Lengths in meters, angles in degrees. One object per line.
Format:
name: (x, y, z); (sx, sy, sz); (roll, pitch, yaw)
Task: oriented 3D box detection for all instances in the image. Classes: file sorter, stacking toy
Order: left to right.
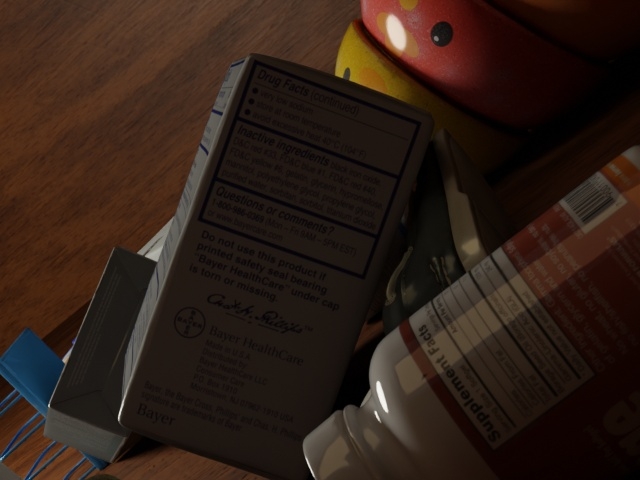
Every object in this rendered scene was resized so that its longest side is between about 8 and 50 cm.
file sorter: (-0.331, 0.211, 1.758); (0.104, 0.170, 0.118); (-42, 8, 14)
stacking toy: (0.134, -0.170, 1.464); (0.480, 0.350, 0.350); (-58, 4, 16)

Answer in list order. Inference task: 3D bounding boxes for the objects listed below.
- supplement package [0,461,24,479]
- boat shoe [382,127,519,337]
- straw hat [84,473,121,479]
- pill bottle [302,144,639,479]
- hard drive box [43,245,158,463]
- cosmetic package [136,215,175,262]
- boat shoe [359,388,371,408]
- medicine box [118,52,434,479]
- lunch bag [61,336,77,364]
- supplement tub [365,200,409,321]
supplement package: (-0.303, 0.284, 1.166); (0.139, 0.134, 0.244); (-50, -4, -47)
boat shoe: (0.090, 0.004, 1.120); (0.099, 0.116, 0.319); (-35, 15, 13)
straw hat: (-0.148, 0.244, 1.099); (0.061, 0.144, 0.144); (13, 41, 27)
pill bottle: (0.103, 0.065, 0.703); (0.216, 0.121, 0.121); (-39, 9, 8)
hard drive box: (-0.220, 0.127, 1.602); (0.232, 0.089, 0.181); (130, 162, -72)
cosmetic package: (-0.121, 0.033, 1.775); (0.151, 0.151, 0.183); (-47, 11, -30)
boat shoe: (0.093, 0.088, 0.875); (0.184, 0.066, 0.063); (-27, 12, 22)
medicine box: (-0.044, 0.009, 1.187); (0.263, 0.149, 0.289); (-136, 66, -82)
lunch bag: (-0.242, 0.130, 1.976); (0.243, 0.115, 0.303); (-45, 8, -11)
supplement tub: (0.055, 0.018, 1.343); (0.107, 0.071, 0.071); (-39, 9, 12)
